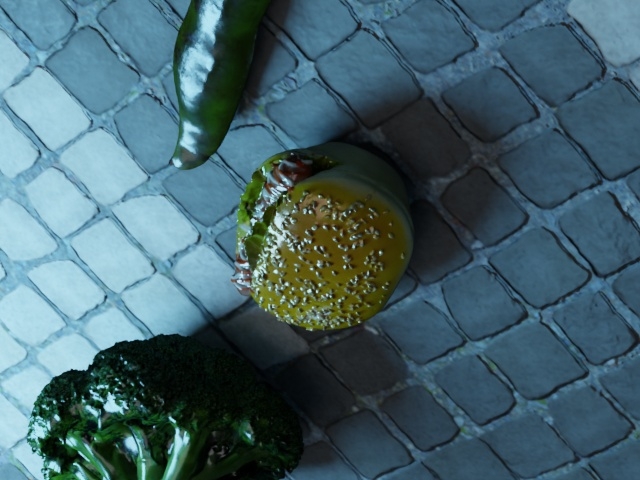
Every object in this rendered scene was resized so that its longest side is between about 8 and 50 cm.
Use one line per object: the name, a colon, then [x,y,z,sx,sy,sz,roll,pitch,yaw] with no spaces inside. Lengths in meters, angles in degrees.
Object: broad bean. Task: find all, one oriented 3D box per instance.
broad bean: [-0.091,-0.197,1.821,0.077,0.061,0.339,20,133,-4]

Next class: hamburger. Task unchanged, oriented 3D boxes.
hamburger: [0.000,0.000,1.893,0.173,0.116,0.210,27,133,3]

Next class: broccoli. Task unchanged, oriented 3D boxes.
broccoli: [-0.158,0.244,2.064,0.297,0.297,0.297,-1,157,0]
